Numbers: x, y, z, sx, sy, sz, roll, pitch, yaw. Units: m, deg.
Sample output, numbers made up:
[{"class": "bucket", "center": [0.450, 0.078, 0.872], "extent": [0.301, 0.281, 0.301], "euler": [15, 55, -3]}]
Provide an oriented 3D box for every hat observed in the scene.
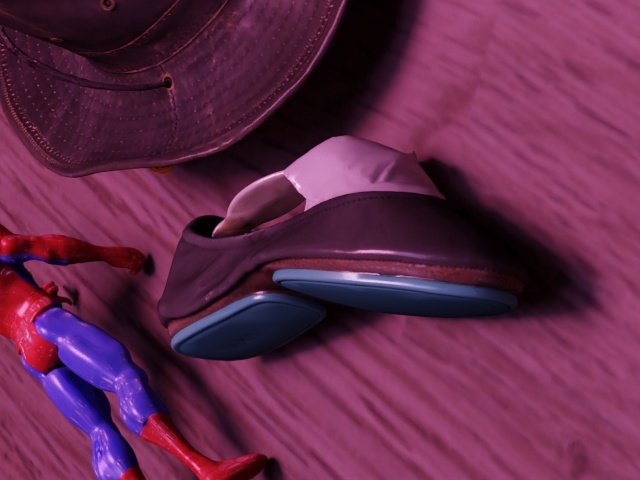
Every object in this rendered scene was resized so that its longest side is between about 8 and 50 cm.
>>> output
[{"class": "hat", "center": [-0.123, -0.194, 1.046], "extent": [0.331, 0.134, 0.331], "euler": [-18, 64, 41]}]

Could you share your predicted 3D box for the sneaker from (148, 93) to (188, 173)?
[{"class": "sneaker", "center": [-0.083, -0.074, 1.125], "extent": [0.175, 0.064, 0.067], "euler": [7, 122, 51]}]

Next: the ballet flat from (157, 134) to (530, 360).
[{"class": "ballet flat", "center": [0.000, 0.000, 0.980], "extent": [0.280, 0.095, 0.096], "euler": [-13, 67, 52]}]

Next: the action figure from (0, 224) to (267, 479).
[{"class": "action figure", "center": [-0.133, 0.062, 1.167], "extent": [0.280, 0.139, 0.091], "euler": [40, 120, 19]}]
